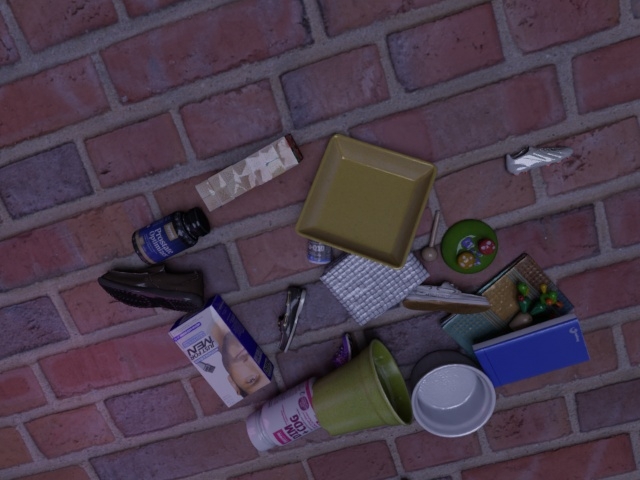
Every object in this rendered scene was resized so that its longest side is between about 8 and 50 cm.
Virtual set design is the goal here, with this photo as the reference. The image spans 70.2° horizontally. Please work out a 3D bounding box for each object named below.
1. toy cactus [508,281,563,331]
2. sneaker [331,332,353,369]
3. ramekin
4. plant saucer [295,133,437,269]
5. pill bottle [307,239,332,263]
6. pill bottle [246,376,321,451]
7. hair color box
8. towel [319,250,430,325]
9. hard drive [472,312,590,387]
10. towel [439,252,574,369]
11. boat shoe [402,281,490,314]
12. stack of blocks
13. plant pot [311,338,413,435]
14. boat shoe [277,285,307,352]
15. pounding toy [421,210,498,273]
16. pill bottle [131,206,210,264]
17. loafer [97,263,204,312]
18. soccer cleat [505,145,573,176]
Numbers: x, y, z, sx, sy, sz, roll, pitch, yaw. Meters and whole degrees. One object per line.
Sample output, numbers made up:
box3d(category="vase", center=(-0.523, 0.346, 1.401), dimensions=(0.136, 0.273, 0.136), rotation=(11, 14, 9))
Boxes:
box3d(category="toy cactus", center=(0.693, 0.235, 1.462), dimensions=(0.219, 0.112, 0.180), rotation=(36, 112, -19))
box3d(category="sneaker", center=(0.075, 0.401, 1.568), dimensions=(0.071, 0.068, 0.170), rotation=(7, 106, 6))
box3d(category="ramekin", center=(0.437, 0.512, 1.553), dimensions=(0.277, 0.135, 0.278), rotation=(0, 105, 1))
box3d(category="plant saucer", center=(0.136, -0.111, 1.348), dimensions=(0.332, 0.081, 0.333), rotation=(20, 80, 10))
box3d(category="pill bottle", center=(0.000, 0.000, 1.451), dimensions=(0.078, 0.078, 0.137), rotation=(3, 105, 1))
box3d(category="pill bottle", center=(-0.103, 0.607, 1.578), dimensions=(0.283, 0.160, 0.160), rotation=(-31, 103, 9))
box3d(category="hair color box", center=(-0.331, 0.376, 1.549), dimensions=(0.185, 0.110, 0.339), rotation=(-33, 104, 9))
box3d(category="towel", center=(0.168, 0.106, 1.459), dimensions=(0.283, 0.121, 0.235), rotation=(-40, 103, 9))
box3d(category="hard drive", center=(0.681, 0.362, 1.471), dimensions=(0.318, 0.040, 0.210), rotation=(-24, 122, 17))
box3d(category="towel", center=(0.623, 0.253, 1.529), dimensions=(0.370, 0.040, 0.271), rotation=(-43, 101, 10))
box3d(category="boat shoe", center=(0.408, 0.177, 1.477), dimensions=(0.276, 0.096, 0.098), rotation=(5, 149, 5))
box3d(category="stack of blocks", center=(-0.204, -0.206, 1.352), dimensions=(0.297, 0.171, 0.087), rotation=(-27, 103, 9))
box3d(category="plant pot", center=(0.119, 0.492, 1.452), dimensions=(0.253, 0.276, 0.276), rotation=(-27, 103, 16))
box3d(category="boat shoe", center=(-0.108, 0.264, 1.529), dimensions=(0.068, 0.081, 0.228), rotation=(17, 98, 0))
box3d(category="pounding toy", center=(0.456, 0.025, 1.431), dimensions=(0.236, 0.110, 0.183), rotation=(16, 105, -3))
box3d(category="pill bottle", center=(-0.466, -0.019, 1.433), dimensions=(0.219, 0.123, 0.123), rotation=(-25, 103, 6))
box3d(category="loafer", center=(-0.545, 0.147, 1.499), dimensions=(0.365, 0.130, 0.134), rotation=(9, 146, 6))
box3d(category="soccer cleat", center=(0.660, -0.256, 1.373), dimensions=(0.196, 0.068, 0.076), rotation=(-18, 101, 9))
